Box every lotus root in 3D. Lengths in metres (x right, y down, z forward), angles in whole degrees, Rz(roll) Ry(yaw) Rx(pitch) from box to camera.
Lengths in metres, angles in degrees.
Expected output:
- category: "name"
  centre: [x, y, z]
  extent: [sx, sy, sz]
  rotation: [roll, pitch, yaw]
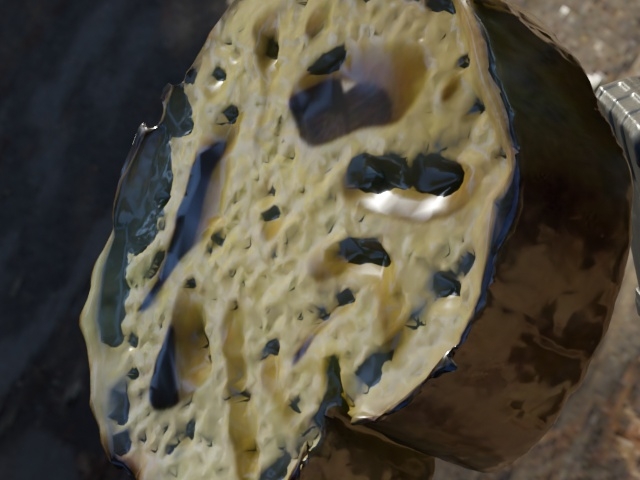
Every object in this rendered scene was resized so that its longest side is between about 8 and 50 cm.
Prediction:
- category: "lotus root"
  centre: [0.000, 0.000, 1.001]
  extent: [0.390, 0.111, 0.375]
  rotation: [-33, 55, 39]

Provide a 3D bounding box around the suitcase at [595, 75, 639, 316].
- category: "suitcase"
  centre: [0.298, 0.015, 1.410]
  extent: [0.066, 0.286, 0.206]
  rotation: [-14, 15, 2]
